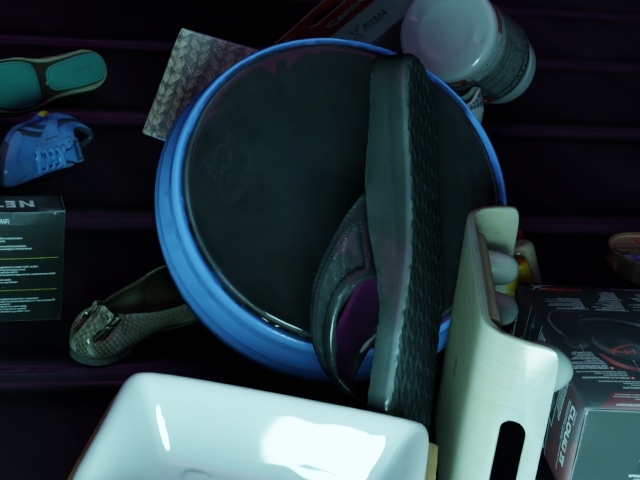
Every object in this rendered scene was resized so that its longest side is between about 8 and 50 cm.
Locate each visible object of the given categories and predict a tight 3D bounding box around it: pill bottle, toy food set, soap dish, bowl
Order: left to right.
[{"bbox_3d":[-0.056,0.222,1.115,0.291,0.118,0.229,9,24,4],"label":"soap dish"},{"bbox_3d":[0.019,-0.044,1.474,0.391,0.077,0.391,5,68,-12],"label":"bowl"},{"bbox_3d":[0.253,-0.314,2.256,0.161,0.161,0.283,20,3,25],"label":"pill bottle"},{"bbox_3d":[0.192,0.050,1.637,0.111,0.104,0.232,-28,22,-32],"label":"toy food set"},{"bbox_3d":[0.170,0.124,1.272,0.092,0.219,0.306,7,24,0],"label":"toy food set"}]

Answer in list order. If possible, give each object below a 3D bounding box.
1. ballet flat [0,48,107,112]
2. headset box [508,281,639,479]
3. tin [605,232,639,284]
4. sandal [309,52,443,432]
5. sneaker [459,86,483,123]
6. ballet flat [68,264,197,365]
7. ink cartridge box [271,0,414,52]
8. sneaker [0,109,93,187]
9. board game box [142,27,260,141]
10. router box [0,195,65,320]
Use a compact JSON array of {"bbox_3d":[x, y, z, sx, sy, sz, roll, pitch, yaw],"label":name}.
[{"bbox_3d":[-0.443,-0.242,2.099,0.248,0.086,0.086,-14,32,-43],"label":"ballet flat"},{"bbox_3d":[0.327,0.158,1.377,0.218,0.110,0.293,3,24,-9],"label":"headset box"},{"bbox_3d":[0.467,0.025,1.806,0.190,0.040,0.106,0,29,-17],"label":"tin"},{"bbox_3d":[0.055,0.029,1.347,0.107,0.167,0.445,-5,65,18],"label":"sandal"},{"bbox_3d":[0.139,-0.200,2.140,0.235,0.095,0.090,0,27,-14],"label":"sneaker"},{"bbox_3d":[-0.187,0.065,1.496,0.084,0.058,0.250,20,27,25],"label":"ballet flat"},{"bbox_3d":[0.083,-0.367,2.299,0.261,0.296,0.066,-17,78,-44],"label":"ink cartridge box"},{"bbox_3d":[-0.371,-0.123,1.849,0.082,0.069,0.209,15,25,7],"label":"sneaker"},{"bbox_3d":[-0.038,-0.139,1.751,0.232,0.141,0.291,20,0,28],"label":"board game box"},{"bbox_3d":[-0.364,0.021,1.452,0.179,0.133,0.046,-1,26,-19],"label":"router box"}]
